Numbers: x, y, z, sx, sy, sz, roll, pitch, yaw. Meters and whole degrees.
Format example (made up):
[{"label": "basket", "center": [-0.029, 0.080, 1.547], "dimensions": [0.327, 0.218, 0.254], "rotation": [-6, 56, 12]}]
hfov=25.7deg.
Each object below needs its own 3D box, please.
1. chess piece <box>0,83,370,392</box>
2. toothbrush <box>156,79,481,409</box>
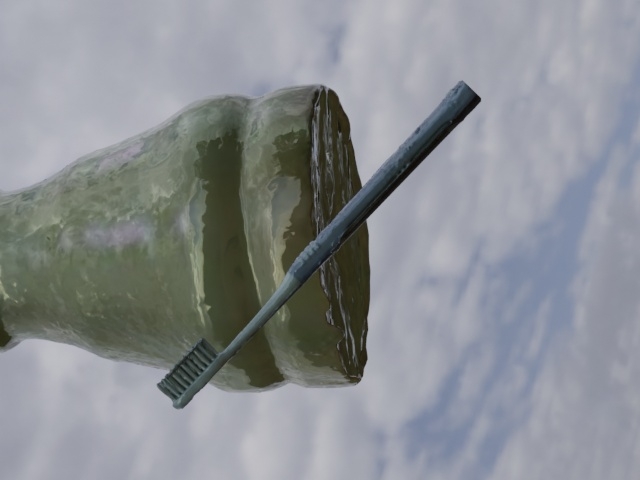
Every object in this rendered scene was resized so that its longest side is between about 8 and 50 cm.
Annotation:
[{"label": "chess piece", "center": [-0.194, 0.014, 1.028], "dimensions": [0.234, 0.442, 0.234], "rotation": [-5, -90, -81]}, {"label": "toothbrush", "center": [0.000, 0.000, 0.701], "dimensions": [0.219, 0.019, 0.016], "rotation": [-45, 7, -5]}]
